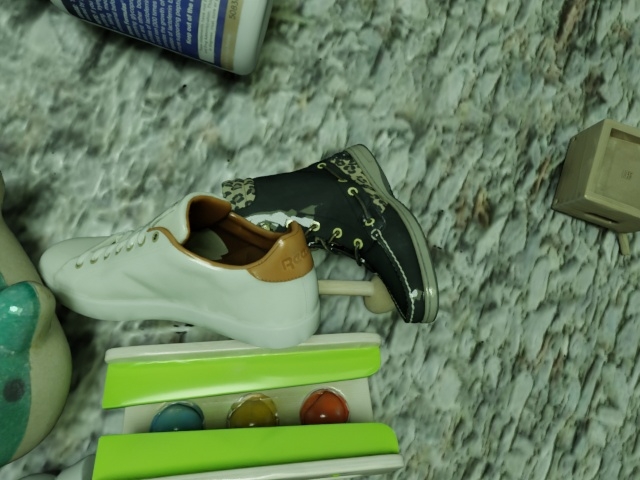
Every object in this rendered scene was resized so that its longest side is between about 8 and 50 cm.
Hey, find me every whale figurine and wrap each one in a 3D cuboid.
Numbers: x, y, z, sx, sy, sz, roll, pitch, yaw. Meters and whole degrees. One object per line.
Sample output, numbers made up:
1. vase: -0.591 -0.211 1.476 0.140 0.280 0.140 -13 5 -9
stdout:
1. whale figurine: -0.320 0.064 0.351 0.216 0.141 0.273 -8 89 26

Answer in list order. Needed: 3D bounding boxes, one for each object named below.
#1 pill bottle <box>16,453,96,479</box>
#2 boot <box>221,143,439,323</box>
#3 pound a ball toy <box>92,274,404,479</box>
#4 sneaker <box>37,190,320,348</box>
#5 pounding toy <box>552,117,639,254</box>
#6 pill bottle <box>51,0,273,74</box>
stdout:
1. pill bottle: -0.292 0.296 0.386 0.208 0.117 0.118 -30 95 -12
2. boot: 0.000 0.000 0.435 0.178 0.085 0.237 -13 50 -9
3. pound a ball toy: -0.050 0.146 0.455 0.318 0.136 0.208 -2 58 -10
4. sneaker: -0.139 0.005 0.386 0.289 0.106 0.123 6 120 15
5. pounding toy: 0.401 -0.066 0.572 0.141 0.100 0.130 19 84 0
6. pill bottle: -0.176 -0.278 0.411 0.264 0.153 0.153 15 85 -12
